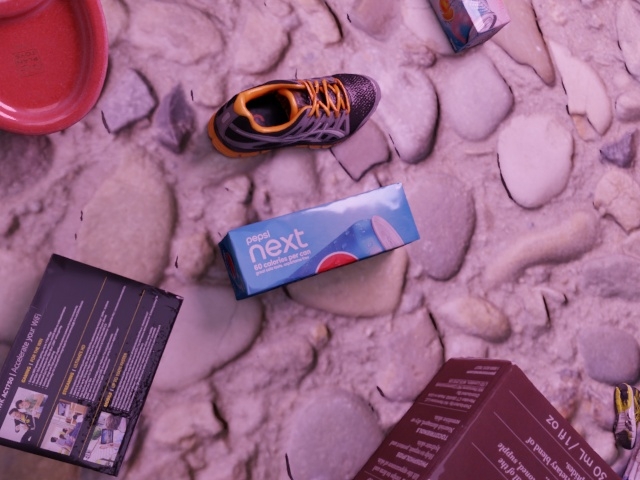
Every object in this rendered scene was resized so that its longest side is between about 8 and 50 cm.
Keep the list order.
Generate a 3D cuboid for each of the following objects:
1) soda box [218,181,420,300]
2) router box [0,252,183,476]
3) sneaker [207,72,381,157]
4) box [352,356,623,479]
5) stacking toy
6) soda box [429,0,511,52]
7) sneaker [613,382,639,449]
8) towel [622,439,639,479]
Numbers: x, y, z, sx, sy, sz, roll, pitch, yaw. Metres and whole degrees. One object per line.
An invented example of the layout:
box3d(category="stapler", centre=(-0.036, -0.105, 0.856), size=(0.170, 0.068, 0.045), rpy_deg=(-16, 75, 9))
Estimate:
box3d(category="soda box", centre=(0.000, 0.000, 0.665), size=(0.210, 0.067, 0.071), rpy_deg=(-17, 86, -20))
box3d(category="router box", centre=(-0.226, 0.118, 0.577), size=(0.133, 0.046, 0.179), rpy_deg=(22, 74, -13))
box3d(category="sneaker", centre=(-0.018, -0.149, 0.678), size=(0.214, 0.083, 0.084), rpy_deg=(-22, 86, -22))
box3d(category="box", centre=(0.114, 0.320, 0.608), size=(0.191, 0.143, 0.381), rpy_deg=(46, 71, -6))
box3d(category="stacking toy", centre=(-0.358, -0.219, 0.508), size=(0.308, 0.130, 0.280), rpy_deg=(-13, 124, -25))
box3d(category="soda box", centre=(0.176, -0.350, 0.793), size=(0.063, 0.058, 0.183), rpy_deg=(-26, 88, -21))
box3d(category="sneaker", centre=(0.407, 0.230, 0.777), size=(0.035, 0.031, 0.083), rpy_deg=(10, 77, -17))
box3d(category="towel", centre=(0.508, 0.293, 0.800), size=(0.209, 0.034, 0.285), rpy_deg=(36, 73, -12))
